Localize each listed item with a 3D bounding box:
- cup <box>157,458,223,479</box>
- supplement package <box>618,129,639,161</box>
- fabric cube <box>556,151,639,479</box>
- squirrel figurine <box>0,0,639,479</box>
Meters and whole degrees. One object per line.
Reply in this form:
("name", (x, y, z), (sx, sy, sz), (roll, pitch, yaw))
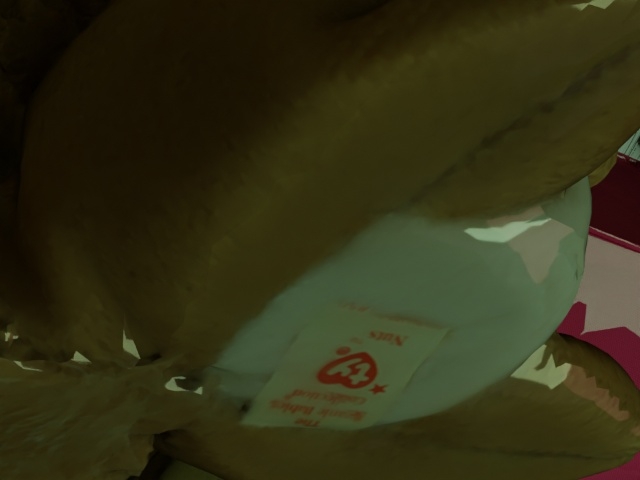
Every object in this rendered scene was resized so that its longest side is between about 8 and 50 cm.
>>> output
("cup", (-0.018, 0.259, 1.055), (0.331, 0.331, 0.237), (51, 49, -64))
("supplement package", (0.271, -0.137, 1.193), (0.244, 0.139, 0.134), (-19, 139, -53))
("fabric cube", (0.168, 0.052, 0.978), (0.254, 0.259, 0.258), (19, 114, -24))
("squirrel figurine", (-0.058, -0.079, 0.526), (0.397, 0.370, 0.281), (-16, 139, 1))
